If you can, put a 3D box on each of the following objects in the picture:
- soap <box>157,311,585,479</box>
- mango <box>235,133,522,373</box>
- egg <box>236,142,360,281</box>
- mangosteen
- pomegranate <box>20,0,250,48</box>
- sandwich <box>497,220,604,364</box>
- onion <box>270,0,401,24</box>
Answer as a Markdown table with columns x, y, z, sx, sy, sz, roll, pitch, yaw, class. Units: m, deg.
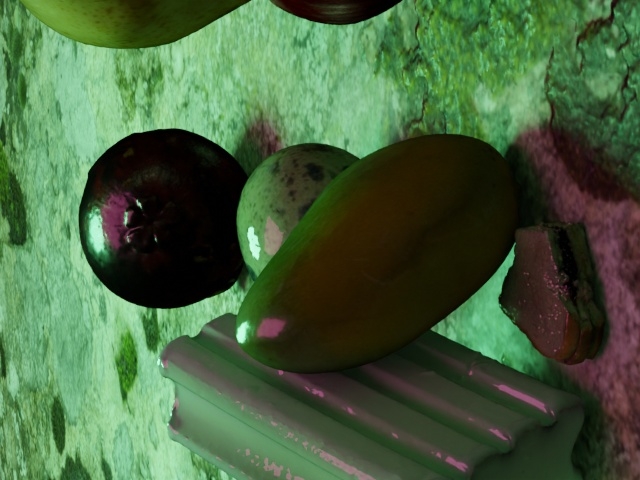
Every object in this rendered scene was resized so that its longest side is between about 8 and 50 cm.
| x | y | z | sx | sy | sz | roll | pitch | yaw | class |
| --- | --- | --- | --- | --- | --- | --- | --- | --- | --- |
| 0.035 | 0.137 | 1.290 | 0.289 | 0.173 | 0.095 | 24 | 128 | 40 | soap |
| 0.045 | 0.009 | 1.287 | 0.156 | 0.251 | 0.114 | 24 | 138 | 37 | mango |
| 0.000 | 0.000 | 1.523 | 0.182 | 0.141 | 0.141 | 68 | 153 | 20 | egg |
| -0.164 | -0.024 | 1.863 | 0.210 | 0.210 | 0.210 | 176 | 90 | -68 | mangosteen |
| -0.168 | -0.363 | 1.548 | 0.416 | 0.416 | 0.417 | 176 | 90 | -68 | pomegranate |
| 0.171 | 0.036 | 1.245 | 0.105 | 0.035 | 0.093 | -123 | 36 | -49 | sandwich |
| 0.053 | -0.295 | 1.307 | 0.273 | 0.285 | 0.273 | 8 | -90 | -76 | onion |
